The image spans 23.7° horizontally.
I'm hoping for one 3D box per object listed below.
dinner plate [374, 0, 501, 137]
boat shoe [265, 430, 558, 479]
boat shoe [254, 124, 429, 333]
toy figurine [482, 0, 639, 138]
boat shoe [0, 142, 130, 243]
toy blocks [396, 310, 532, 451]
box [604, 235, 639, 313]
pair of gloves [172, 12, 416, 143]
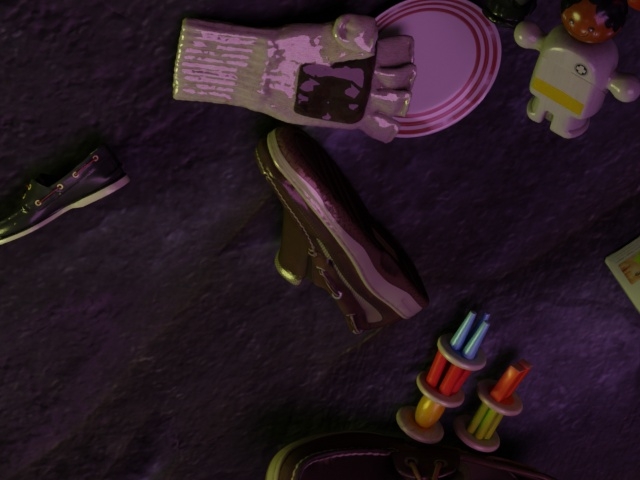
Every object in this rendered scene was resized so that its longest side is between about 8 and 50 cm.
[{"bbox_3d":[0.085,-0.149,1.293,0.141,0.017,0.141,-9,129,-12],"label":"dinner plate"},{"bbox_3d":[0.106,0.252,1.520,0.342,0.123,0.123,14,160,-34],"label":"boat shoe"},{"bbox_3d":[0.002,0.006,1.339,0.095,0.095,0.257,-29,132,12],"label":"boat shoe"},{"bbox_3d":[0.243,-0.194,1.185,0.210,0.213,0.148,-2,140,-13],"label":"toy figurine"},{"bbox_3d":[-0.223,-0.037,1.258,0.133,0.049,0.042,-27,104,12],"label":"boat shoe"},{"bbox_3d":[0.159,0.137,1.524,0.123,0.054,0.148,11,122,-26],"label":"toy blocks"},{"bbox_3d":[0.377,0.076,1.453,0.114,0.203,0.103,-35,130,9],"label":"box"},{"bbox_3d":[0.003,-0.192,1.199,0.204,0.042,0.240,10,122,-18],"label":"pair of gloves"}]
